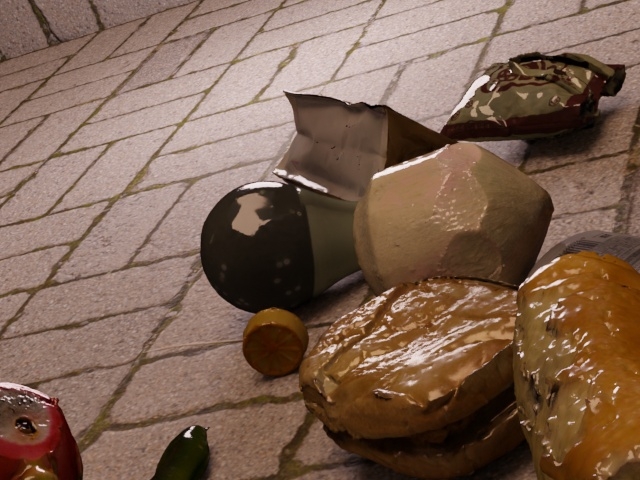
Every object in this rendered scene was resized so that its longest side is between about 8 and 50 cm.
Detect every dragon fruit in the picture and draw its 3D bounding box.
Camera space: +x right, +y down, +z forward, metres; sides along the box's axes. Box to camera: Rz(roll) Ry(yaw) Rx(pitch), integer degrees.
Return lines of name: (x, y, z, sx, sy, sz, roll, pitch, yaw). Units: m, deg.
dragon fruit: (-0.374, 0.273, 1.681, 0.224, 0.227, 0.224, 14, 26, -7)

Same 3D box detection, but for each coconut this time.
coconut: (0.164, -0.011, 1.810, 0.234, 0.224, 0.224, -13, 24, 29)

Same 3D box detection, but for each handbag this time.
handbag: (0.315, -0.215, 2.245, 0.235, 0.127, 0.213, -4, 26, 34)

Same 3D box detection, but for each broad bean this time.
broad bean: (-0.177, 0.283, 1.679, 0.065, 0.046, 0.254, -8, 27, 31)

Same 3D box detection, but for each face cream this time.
face cream: (0.362, 0.049, 1.662, 0.144, 0.071, 0.291, -36, 25, -27)

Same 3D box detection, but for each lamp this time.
lamp: (-0.005, 0.011, 2.022, 0.314, 0.182, 0.182, 1, 25, 5)

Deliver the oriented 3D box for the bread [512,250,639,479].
bread: (0.258, 0.174, 1.254, 0.165, 0.236, 0.375, -21, 22, 9)

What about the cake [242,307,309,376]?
cake: (-0.057, 0.127, 1.879, 0.084, 0.084, 0.044, -17, 25, 13)

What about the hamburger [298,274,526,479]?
hamburger: (0.122, 0.142, 1.593, 0.259, 0.144, 0.283, -36, 29, -21)

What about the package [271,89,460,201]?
package: (0.066, -0.105, 2.252, 0.311, 0.221, 0.165, 22, 89, 58)
